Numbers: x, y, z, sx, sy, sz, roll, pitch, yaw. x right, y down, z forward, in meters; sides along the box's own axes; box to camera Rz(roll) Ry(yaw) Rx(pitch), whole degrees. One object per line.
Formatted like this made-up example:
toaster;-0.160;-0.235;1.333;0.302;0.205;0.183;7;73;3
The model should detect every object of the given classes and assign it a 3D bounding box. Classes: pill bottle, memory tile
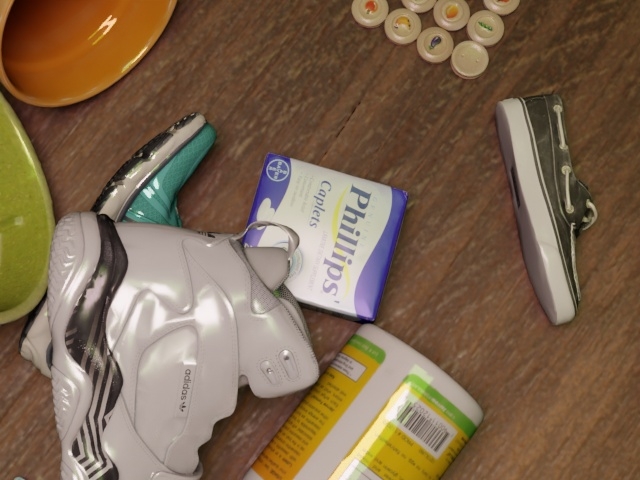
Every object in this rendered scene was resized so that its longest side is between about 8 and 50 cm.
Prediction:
pill bottle;0.017;0.206;0.972;0.136;0.136;0.245;38;82;5
memory tile;0.113;-0.233;1.110;0.148;0.012;0.113;28;81;3

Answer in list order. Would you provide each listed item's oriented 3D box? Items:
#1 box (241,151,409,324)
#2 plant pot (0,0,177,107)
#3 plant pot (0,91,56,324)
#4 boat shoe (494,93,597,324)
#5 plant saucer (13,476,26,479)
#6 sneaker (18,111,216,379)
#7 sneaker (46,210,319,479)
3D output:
box;0.000;0.000;1.039;0.137;0.072;0.126;15;81;1
plant pot;-0.262;-0.258;1.025;0.205;0.205;0.188;-45;69;-8
plant pot;-0.408;-0.017;0.941;0.254;0.276;0.276;-22;81;19
boat shoe;0.219;-0.033;1.046;0.070;0.078;0.219;-10;79;-2
plant saucer;-0.207;0.287;1.015;0.192;0.018;0.067;29;81;3
sneaker;-0.169;0.009;1.036;0.110;0.107;0.275;31;86;-14
sneaker;-0.107;0.153;0.937;0.210;0.137;0.366;-4;98;-5
